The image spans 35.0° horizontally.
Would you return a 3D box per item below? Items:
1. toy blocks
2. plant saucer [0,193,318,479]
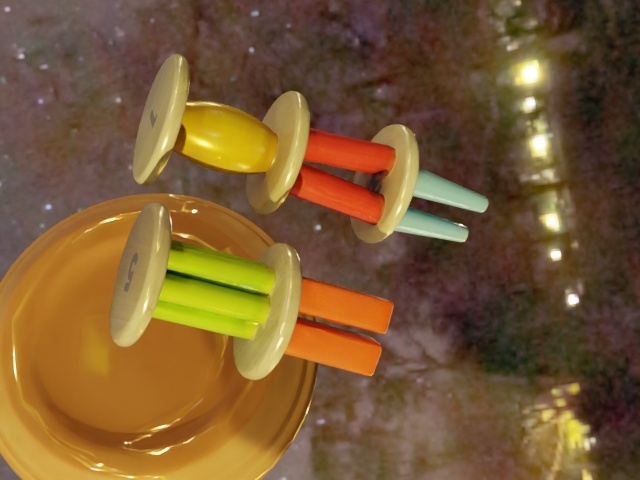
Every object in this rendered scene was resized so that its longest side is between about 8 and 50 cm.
[{"bbox_3d":[0.000,0.000,0.402,0.054,0.148,0.123,135,144,-52],"label":"toy blocks"},{"bbox_3d":[-0.101,0.061,0.583,0.037,0.200,0.199,86,179,-69],"label":"plant saucer"}]
